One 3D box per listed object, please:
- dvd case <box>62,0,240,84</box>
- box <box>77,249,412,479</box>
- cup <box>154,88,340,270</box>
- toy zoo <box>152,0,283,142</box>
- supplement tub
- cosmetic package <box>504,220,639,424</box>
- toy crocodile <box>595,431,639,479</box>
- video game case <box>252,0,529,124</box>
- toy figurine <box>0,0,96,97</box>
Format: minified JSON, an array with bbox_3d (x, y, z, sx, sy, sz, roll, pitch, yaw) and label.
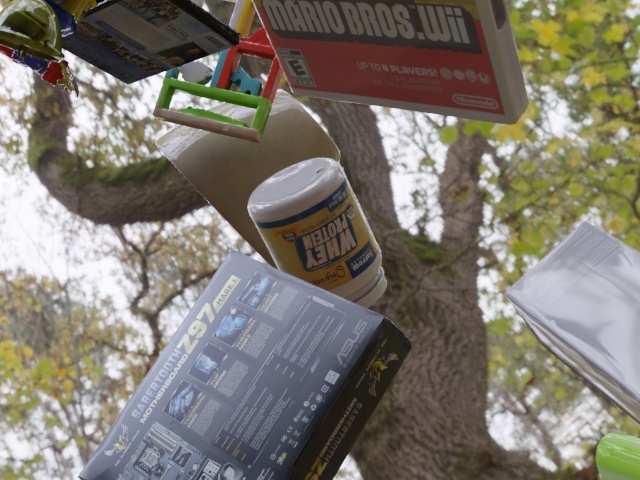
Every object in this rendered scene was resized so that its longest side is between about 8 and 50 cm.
[{"bbox_3d":[-0.270,-0.306,1.382,0.253,0.022,0.180,-10,-24,38],"label":"dvd case"},{"bbox_3d":[-0.062,0.137,0.742,0.232,0.183,0.059,-57,-41,-14],"label":"box"},{"bbox_3d":[-0.104,-0.137,1.711,0.237,0.331,0.331,-43,-44,-3],"label":"cup"},{"bbox_3d":[-0.147,-0.321,1.556,0.030,0.192,0.293,47,-121,-72],"label":"toy zoo"},{"bbox_3d":[0.000,0.000,1.310,0.144,0.144,0.199,-30,-68,-8],"label":"supplement tub"},{"bbox_3d":[0.307,0.089,0.929,0.127,0.238,0.107,-40,-56,0],"label":"cosmetic package"},{"bbox_3d":[0.288,0.167,0.484,0.341,0.115,0.105,27,-100,-17],"label":"toy crocodile"},{"bbox_3d":[0.015,-0.201,0.608,0.025,0.204,0.285,-53,-42,-28],"label":"video game case"},{"bbox_3d":[-0.349,-0.332,1.180,0.191,0.362,0.217,31,-92,-9],"label":"toy figurine"}]
